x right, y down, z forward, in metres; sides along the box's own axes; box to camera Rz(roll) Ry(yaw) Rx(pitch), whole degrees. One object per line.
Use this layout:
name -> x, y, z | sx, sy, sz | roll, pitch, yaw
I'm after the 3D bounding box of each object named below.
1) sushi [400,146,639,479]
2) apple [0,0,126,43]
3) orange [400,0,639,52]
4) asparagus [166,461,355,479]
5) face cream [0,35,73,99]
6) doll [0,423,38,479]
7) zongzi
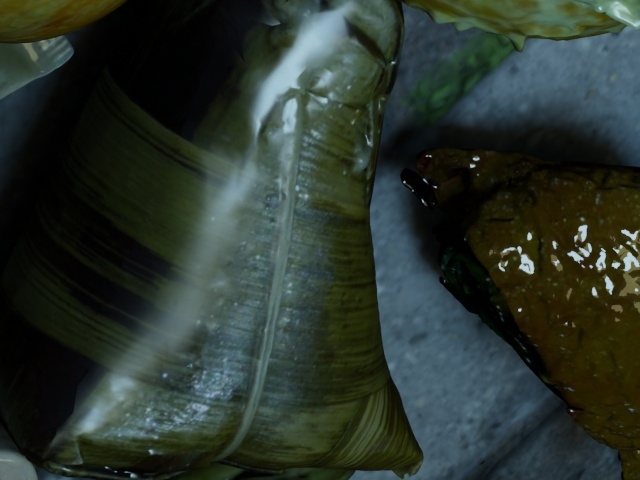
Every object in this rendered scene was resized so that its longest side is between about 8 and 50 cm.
sushi -> 0.156, 0.033, 1.035 | 0.140, 0.149, 0.287 | -17, 134, 22
apple -> -0.142, -0.187, 0.670 | 0.237, 0.237, 0.207 | 13, 97, -37
orange -> 0.106, -0.243, 0.724 | 0.249, 0.329, 0.329 | 13, 118, 10
asparagus -> -0.098, 0.167, 0.998 | 0.287, 0.080, 0.080 | -21, 126, -21
face cream -> -0.271, -0.030, 0.775 | 0.341, 0.084, 0.137 | -40, 122, -14
doll -> -0.273, 0.151, 0.854 | 0.278, 0.119, 0.154 | -6, 117, -23
zongzi -> 0.000, 0.000, 0.914 | 0.288, 0.134, 0.286 | 18, 110, -37
